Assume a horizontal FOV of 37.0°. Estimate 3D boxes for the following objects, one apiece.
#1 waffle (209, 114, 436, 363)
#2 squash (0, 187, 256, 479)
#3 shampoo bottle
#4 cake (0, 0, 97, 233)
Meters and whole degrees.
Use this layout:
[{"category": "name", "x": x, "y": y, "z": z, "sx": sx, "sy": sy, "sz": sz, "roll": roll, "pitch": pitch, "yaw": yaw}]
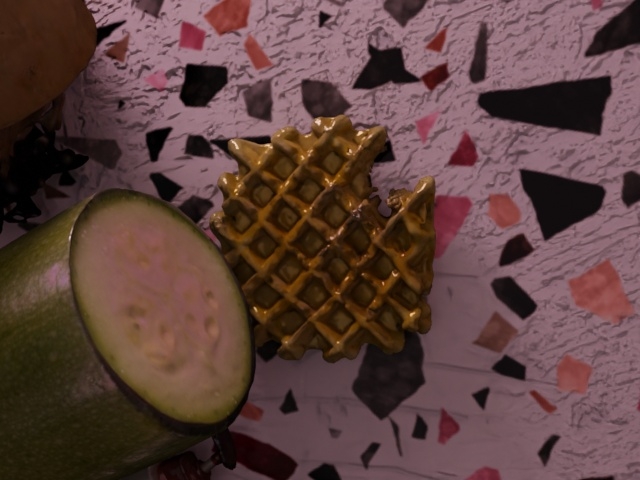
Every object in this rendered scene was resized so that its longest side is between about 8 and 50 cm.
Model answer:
[{"category": "waffle", "x": 0.001, "y": 0.000, "z": 1.011, "sx": 0.250, "sy": 0.056, "sz": 0.261, "roll": 0, "pitch": 97, "yaw": 18}, {"category": "squash", "x": -0.293, "y": 0.140, "z": 0.981, "sx": 0.384, "sy": 0.263, "sz": 0.263, "roll": -27, "pitch": 87, "yaw": 25}, {"category": "shampoo bottle", "x": -0.202, "y": 0.301, "z": 1.091, "sx": 0.284, "sy": 0.071, "sz": 0.153, "roll": -37, "pitch": 85, "yaw": 14}, {"category": "cake", "x": -0.380, "y": -0.160, "z": 1.018, "sx": 0.332, "sy": 0.332, "sz": 0.321, "roll": -1, "pitch": 132, "yaw": 16}]
